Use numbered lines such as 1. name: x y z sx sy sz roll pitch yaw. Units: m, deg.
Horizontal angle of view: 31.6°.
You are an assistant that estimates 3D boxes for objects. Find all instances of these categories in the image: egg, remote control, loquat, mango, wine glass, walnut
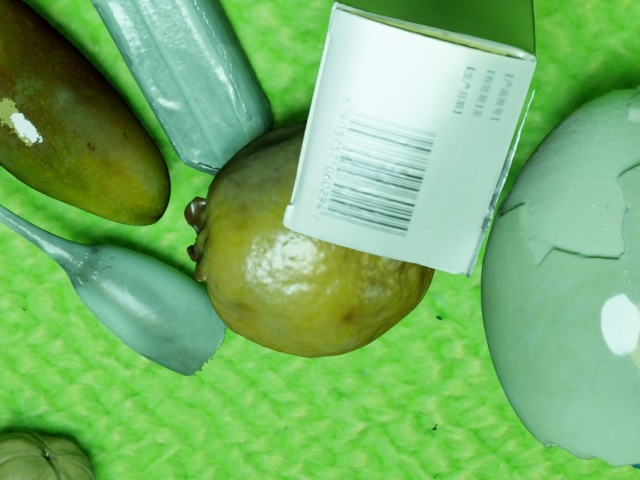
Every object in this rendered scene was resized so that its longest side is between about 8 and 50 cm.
1. egg: 0.279 0.032 1.006 0.278 0.278 0.336 -4 94 3
2. remote control: -0.125 -0.167 1.038 0.104 0.052 0.247 -22 118 12
3. loquat: 0.000 0.000 1.034 0.238 0.193 0.238 -9 133 -10
4. mango: -0.244 -0.110 1.021 0.111 0.133 0.267 -31 112 30
5. wine glass: -0.282 0.047 1.160 0.309 0.096 0.264 35 144 -24
6. walnut: -0.327 0.295 1.224 0.155 0.155 0.184 24 117 -11

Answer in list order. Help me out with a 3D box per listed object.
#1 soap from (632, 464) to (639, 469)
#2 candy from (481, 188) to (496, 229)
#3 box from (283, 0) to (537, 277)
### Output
1. soap: 0.423 0.129 1.164 0.156 0.077 0.293 32 113 -13
2. candy: 0.139 -0.054 1.061 0.043 0.103 0.103 10 117 -4
3. box: 0.079 -0.135 0.895 0.145 0.333 0.173 16 119 0
